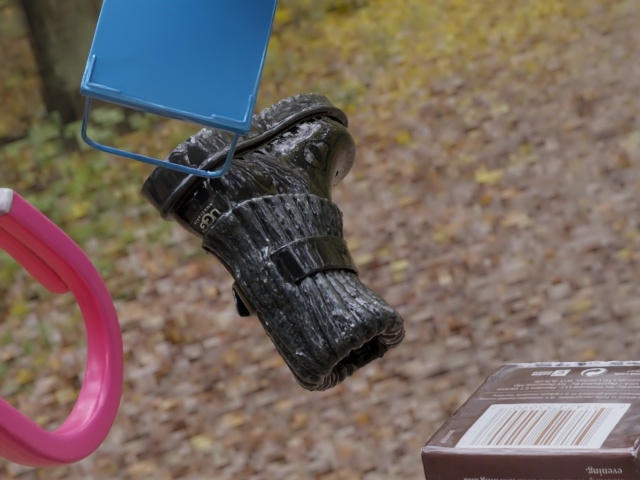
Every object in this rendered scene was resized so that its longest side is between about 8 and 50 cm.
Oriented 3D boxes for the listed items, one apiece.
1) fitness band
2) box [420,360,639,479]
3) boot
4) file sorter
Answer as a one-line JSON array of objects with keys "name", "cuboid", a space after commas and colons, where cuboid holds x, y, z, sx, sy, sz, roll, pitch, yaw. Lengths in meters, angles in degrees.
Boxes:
[{"name": "fitness band", "cuboid": [-0.267, 0.080, 1.570, 0.054, 0.291, 0.209, -11, 56, 25]}, {"name": "box", "cuboid": [0.194, 0.212, 1.327, 0.168, 0.203, 0.167, -3, 17, 28]}, {"name": "boot", "cuboid": [-0.003, 0.003, 1.734, 0.131, 0.260, 0.348, -49, -11, 28]}, {"name": "file sorter", "cuboid": [-0.100, -0.147, 1.287, 0.118, 0.170, 0.104, 14, -23, -7]}]
